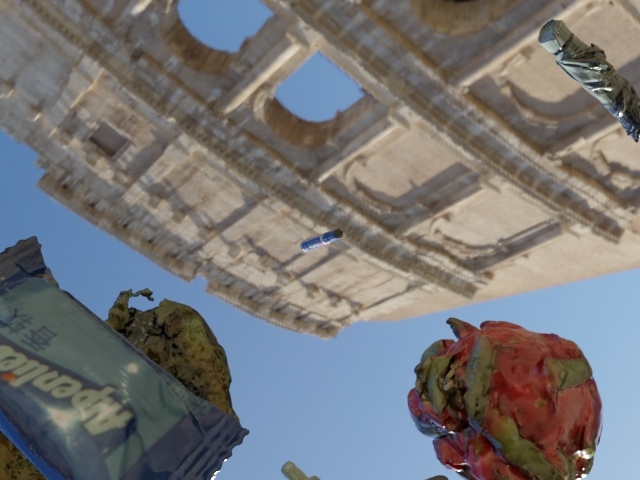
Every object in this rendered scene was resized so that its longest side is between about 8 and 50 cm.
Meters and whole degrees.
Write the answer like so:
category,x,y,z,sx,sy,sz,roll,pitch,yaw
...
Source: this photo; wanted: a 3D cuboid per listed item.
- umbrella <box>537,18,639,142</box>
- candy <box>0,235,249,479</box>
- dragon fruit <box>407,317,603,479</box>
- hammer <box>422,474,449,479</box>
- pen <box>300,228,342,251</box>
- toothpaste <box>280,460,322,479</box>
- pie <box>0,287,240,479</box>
category,x,y,z,sx,sy,sz,roll,pitch,yaw
umbrella,0.316,-0.180,0.827,0.188,0.050,0.046,35,-113,-24
candy,-0.234,0.135,0.710,0.331,0.077,0.187,35,-137,12
dragon fruit,0.245,0.227,0.991,0.303,0.231,0.237,26,-108,-49
hammer,-0.008,0.328,0.830,0.111,0.365,0.043,10,-127,-49
pen,0.000,0.000,1.471,0.025,0.204,0.025,2,-97,-19
toothpaste,0.044,0.384,0.975,0.255,0.037,0.067,44,-169,4
pie,-0.277,0.249,0.960,0.371,0.078,0.296,-32,-84,-18
